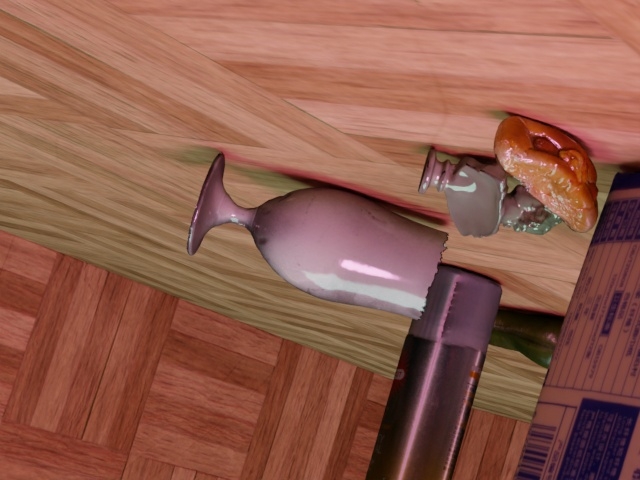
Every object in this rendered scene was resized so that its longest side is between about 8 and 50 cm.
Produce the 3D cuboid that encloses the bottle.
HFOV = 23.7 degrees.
[{"bbox_3d":[0.103,0.169,1.483,0.082,0.286,0.082,17,172,2],"label":"bottle"}]

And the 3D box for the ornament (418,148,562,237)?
[{"bbox_3d":[0.108,-0.028,0.981,0.092,0.041,0.068,33,144,-23],"label":"ornament"}]

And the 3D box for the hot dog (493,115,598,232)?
[{"bbox_3d":[0.133,-0.038,0.845,0.034,0.030,0.090,-21,135,38],"label":"hot dog"}]

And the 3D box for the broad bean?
[{"bbox_3d":[0.242,0.107,1.637,0.098,0.056,0.318,14,180,-25],"label":"broad bean"}]

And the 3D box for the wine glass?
[{"bbox_3d":[0.000,0.000,1.242,0.202,0.093,0.093,17,173,2],"label":"wine glass"}]

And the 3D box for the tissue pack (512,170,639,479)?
[{"bbox_3d":[0.209,0.099,0.796,0.137,0.270,0.209,22,170,-21],"label":"tissue pack"}]
